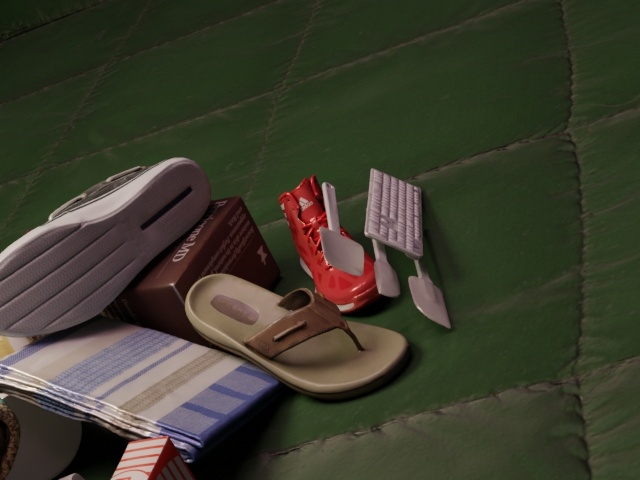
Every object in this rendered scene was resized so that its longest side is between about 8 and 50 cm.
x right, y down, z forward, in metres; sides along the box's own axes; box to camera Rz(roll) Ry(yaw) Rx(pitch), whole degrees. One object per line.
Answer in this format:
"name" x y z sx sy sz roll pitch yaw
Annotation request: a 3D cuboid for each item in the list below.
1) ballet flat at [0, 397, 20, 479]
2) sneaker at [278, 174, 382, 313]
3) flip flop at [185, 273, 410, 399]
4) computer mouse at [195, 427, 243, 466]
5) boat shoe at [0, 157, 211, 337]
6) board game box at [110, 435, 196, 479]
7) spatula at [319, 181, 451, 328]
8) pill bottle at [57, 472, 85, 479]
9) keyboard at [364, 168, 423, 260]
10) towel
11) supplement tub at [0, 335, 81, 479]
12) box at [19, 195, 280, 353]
"ballet flat" -0.448 0.340 1.230 0.182 0.164 0.483 -5 48 55
"sneaker" 0.000 0.000 1.574 0.087 0.128 0.221 -33 26 -11
"flip flop" -0.033 0.091 1.436 0.277 0.080 0.112 22 49 26
"computer mouse" -0.163 0.197 1.469 0.071 0.041 0.242 -40 29 -23
"boat shoe" -0.278 0.011 1.550 0.335 0.121 0.119 -34 19 -34
"board game box" -0.128 0.288 1.103 0.045 0.193 0.147 -13 30 26
"spatula" 0.066 0.005 1.493 0.019 0.168 0.242 -60 16 23
"pill bottle" -0.308 0.303 1.367 0.137 0.078 0.078 -24 27 4
"keyboard" 0.091 -0.037 1.591 0.014 0.072 0.256 -60 7 19
"towel" -0.200 0.156 1.429 0.285 0.034 0.209 15 22 23
"supplement tub" -0.370 0.197 1.539 0.144 0.144 0.199 -34 27 -14
"box" -0.265 0.069 1.684 0.381 0.143 0.191 -7 33 31
